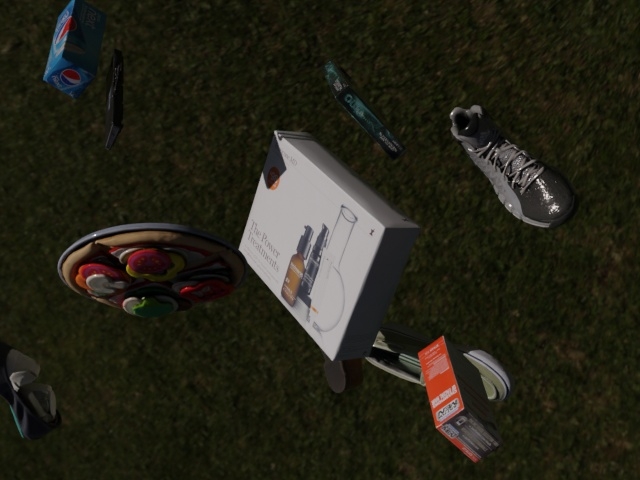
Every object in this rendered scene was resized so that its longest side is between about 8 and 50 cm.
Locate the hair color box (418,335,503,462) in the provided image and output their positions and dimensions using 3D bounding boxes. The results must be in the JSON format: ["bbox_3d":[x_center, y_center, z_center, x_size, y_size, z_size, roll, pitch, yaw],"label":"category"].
[{"bbox_3d":[0.198,0.224,1.187,0.053,0.167,0.093,-40,113,16],"label":"hair color box"}]

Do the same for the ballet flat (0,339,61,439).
[{"bbox_3d":[-0.430,0.208,1.197,0.074,0.074,0.203,4,128,26],"label":"ballet flat"}]

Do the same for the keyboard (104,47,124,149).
[{"bbox_3d":[-0.366,-0.261,1.479,0.023,0.180,0.108,6,146,-23],"label":"keyboard"}]

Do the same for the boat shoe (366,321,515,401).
[{"bbox_3d":[0.224,0.252,1.613,0.302,0.094,0.109,17,125,27],"label":"boat shoe"}]

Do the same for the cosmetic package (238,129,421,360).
[{"bbox_3d":[0.000,0.000,1.563,0.377,0.097,0.284,44,123,43],"label":"cosmetic package"}]

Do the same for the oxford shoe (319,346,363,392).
[{"bbox_3d":[0.041,0.200,1.693,0.076,0.076,0.212,-18,80,50],"label":"oxford shoe"}]

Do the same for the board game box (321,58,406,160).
[{"bbox_3d":[0.060,-0.194,1.200,0.026,0.186,0.126,-41,112,12],"label":"board game box"}]

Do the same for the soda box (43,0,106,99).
[{"bbox_3d":[-0.453,-0.361,1.533,0.071,0.210,0.067,30,125,-32],"label":"soda box"}]

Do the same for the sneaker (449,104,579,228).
[{"bbox_3d":[0.244,-0.110,1.123,0.086,0.132,0.228,-48,46,9],"label":"sneaker"}]

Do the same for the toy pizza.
[{"bbox_3d":[-0.178,0.041,0.889,0.201,0.032,0.201,-4,153,-2],"label":"toy pizza"}]
